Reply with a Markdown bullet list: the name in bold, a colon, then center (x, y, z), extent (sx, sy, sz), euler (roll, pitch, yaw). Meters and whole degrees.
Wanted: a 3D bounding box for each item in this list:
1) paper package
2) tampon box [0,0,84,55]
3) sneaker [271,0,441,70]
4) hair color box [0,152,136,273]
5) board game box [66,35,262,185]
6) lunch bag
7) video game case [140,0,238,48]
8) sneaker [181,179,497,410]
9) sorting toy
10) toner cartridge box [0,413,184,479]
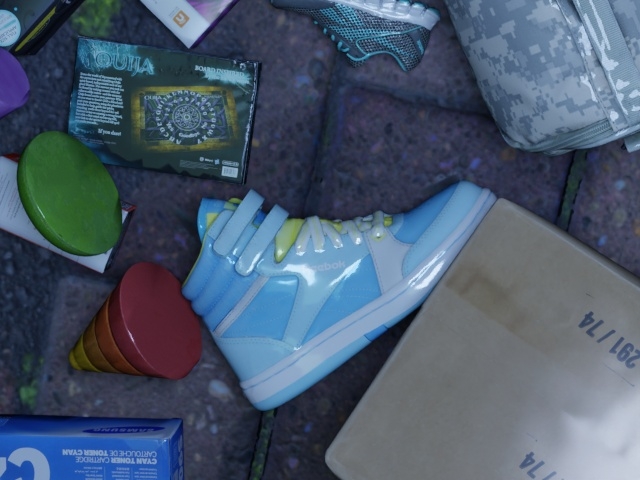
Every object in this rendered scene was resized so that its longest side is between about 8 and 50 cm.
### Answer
- **paper package**: center (0.221, 0.177, 1.161), extent (0.325, 0.168, 0.309), euler (34, 87, 19)
- **tampon box**: center (-0.311, -0.276, 1.251), extent (0.161, 0.101, 0.120), euler (44, 100, -3)
- **sneaker**: center (0.030, -0.207, 1.256), extent (0.166, 0.065, 0.076), euler (13, 103, 4)
- **hair color box**: center (-0.268, -0.029, 1.313), extent (0.141, 0.043, 0.072), euler (25, 100, 1)
- **board game box**: center (-0.158, -0.131, 1.298), extent (0.186, 0.026, 0.126), euler (9, 98, 3)
- **lunch bag**: center (0.214, -0.230, 1.139), extent (0.212, 0.256, 0.305), euler (-24, 95, 7)
- **video game case**: center (-0.123, -0.342, 1.258), extent (0.210, 0.042, 0.232), euler (45, 99, -4)
- **sneaker**: center (0.000, 0.000, 1.255), extent (0.319, 0.127, 0.208), euler (-38, 95, 8)
- **sorting toy**: center (-0.264, -0.004, 1.249), extent (0.126, 0.127, 0.365), euler (-26, 104, 27)
- **toner cartridge box**: center (-0.319, 0.269, 1.343), extent (0.347, 0.075, 0.165), euler (0, 99, 4)
